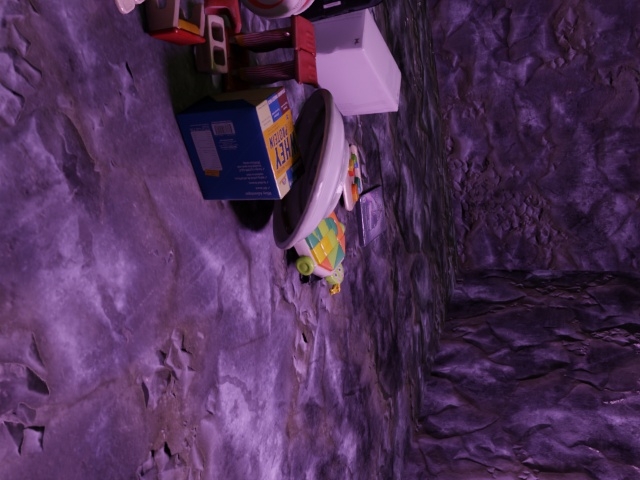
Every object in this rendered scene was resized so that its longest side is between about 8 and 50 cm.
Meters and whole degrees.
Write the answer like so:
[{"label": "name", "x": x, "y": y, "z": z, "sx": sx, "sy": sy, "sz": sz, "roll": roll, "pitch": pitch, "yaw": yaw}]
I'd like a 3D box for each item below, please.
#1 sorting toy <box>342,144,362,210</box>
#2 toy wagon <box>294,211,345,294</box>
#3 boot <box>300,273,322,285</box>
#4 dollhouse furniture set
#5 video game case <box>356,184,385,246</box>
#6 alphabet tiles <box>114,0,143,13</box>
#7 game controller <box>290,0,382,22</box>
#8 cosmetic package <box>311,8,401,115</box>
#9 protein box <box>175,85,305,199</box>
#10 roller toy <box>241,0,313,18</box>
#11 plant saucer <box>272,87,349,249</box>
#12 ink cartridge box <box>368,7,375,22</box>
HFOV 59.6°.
[{"label": "sorting toy", "x": 0.116, "y": -0.229, "z": 2.009, "sx": 0.208, "sy": 0.038, "sz": 0.193, "roll": -56, "pitch": 140, "yaw": -61}, {"label": "toy wagon", "x": 0.000, "y": 0.000, "z": 1.667, "sx": 0.345, "sy": 0.068, "sz": 0.267, "roll": 64, "pitch": 32, "yaw": -15}, {"label": "boot", "x": -0.027, "y": 0.075, "z": 1.709, "sx": 0.099, "sy": 0.045, "sz": 0.121, "roll": -5, "pitch": 94, "yaw": -62}, {"label": "dollhouse furniture set", "x": -0.170, "y": -0.412, "z": 1.201, "sx": 0.374, "sy": 0.201, "sz": 0.152, "roll": -19, "pitch": 107, "yaw": -65}, {"label": "video game case", "x": 0.205, "y": -0.104, "z": 2.246, "sx": 0.274, "sy": 0.026, "sz": 0.196, "roll": -32, "pitch": 119, "yaw": -61}, {"label": "alphabet tiles", "x": -0.357, "y": -0.545, "z": 0.944, "sx": 0.284, "sy": 0.021, "sz": 0.278, "roll": -76, "pitch": 154, "yaw": -51}, {"label": "game controller", "x": 0.030, "y": -0.694, "z": 1.507, "sx": 0.067, "sy": 0.319, "sz": 0.167, "roll": -42, "pitch": 124, "yaw": -48}, {"label": "cosmetic package", "x": 0.107, "y": -0.563, "z": 1.807, "sx": 0.385, "sy": 0.217, "sz": 0.156, "roll": 38, "pitch": 56, "yaw": -63}, {"label": "protein box", "x": -0.167, "y": -0.206, "z": 1.207, "sx": 0.136, "sy": 0.199, "sz": 0.201, "roll": -55, "pitch": 139, "yaw": -50}, {"label": "roller toy", "x": -0.105, "y": -0.641, "z": 1.352, "sx": 0.146, "sy": 0.209, "sz": 0.191, "roll": -46, "pitch": 139, "yaw": -56}, {"label": "plant saucer", "x": -0.014, "y": -0.166, "z": 1.377, "sx": 0.400, "sy": 0.100, "sz": 0.401, "roll": -167, "pitch": -90, "yaw": -73}, {"label": "ink cartridge box", "x": 0.160, "y": -0.778, "z": 2.106, "sx": 0.165, "sy": 0.065, "sz": 0.333, "roll": -28, "pitch": 116, "yaw": -64}]
